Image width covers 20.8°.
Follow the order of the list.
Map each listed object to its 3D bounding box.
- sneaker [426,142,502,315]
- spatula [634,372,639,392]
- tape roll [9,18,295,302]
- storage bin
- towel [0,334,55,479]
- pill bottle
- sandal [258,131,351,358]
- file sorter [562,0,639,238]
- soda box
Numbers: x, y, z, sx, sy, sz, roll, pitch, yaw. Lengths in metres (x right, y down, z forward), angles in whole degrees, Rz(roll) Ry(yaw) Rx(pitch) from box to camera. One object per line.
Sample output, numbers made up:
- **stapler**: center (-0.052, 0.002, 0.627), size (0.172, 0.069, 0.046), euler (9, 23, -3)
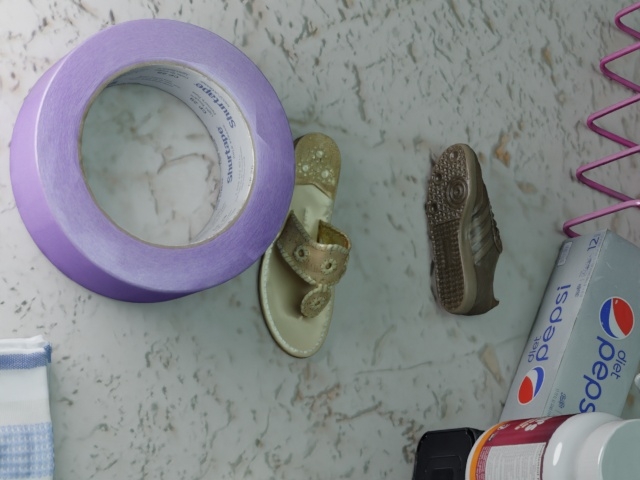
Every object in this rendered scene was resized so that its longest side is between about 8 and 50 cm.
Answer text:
- **sneaker**: center (0.163, -0.011, 1.918), size (0.071, 0.066, 0.188), euler (6, 84, -43)
- **spatula**: center (0.445, 0.199, 1.970), size (0.168, 0.019, 0.242), euler (-36, 125, -6)
- **tape roll**: center (-0.166, -0.078, 1.740), size (0.275, 0.090, 0.274), euler (5, 79, -25)
- **storage bin**: center (0.156, 0.292, 1.819), size (0.084, 0.122, 0.180), euler (13, 76, -24)
- **towel**: center (-0.343, 0.234, 1.630), size (0.209, 0.034, 0.285), euler (-1, 82, -26)
- **pill bottle**: center (0.244, 0.227, 1.679), size (0.121, 0.221, 0.121), euler (5, 79, -27)
- **sandal**: center (-0.006, -0.001, 1.812), size (0.088, 0.079, 0.240), euler (10, 77, -25)
- **file sorter**: center (0.414, -0.124, 1.976), size (0.182, 0.202, 0.290), euler (22, 72, -20)
- **soda box**: center (0.285, 0.137, 1.928), size (0.098, 0.091, 0.286), euler (29, 70, -19)
